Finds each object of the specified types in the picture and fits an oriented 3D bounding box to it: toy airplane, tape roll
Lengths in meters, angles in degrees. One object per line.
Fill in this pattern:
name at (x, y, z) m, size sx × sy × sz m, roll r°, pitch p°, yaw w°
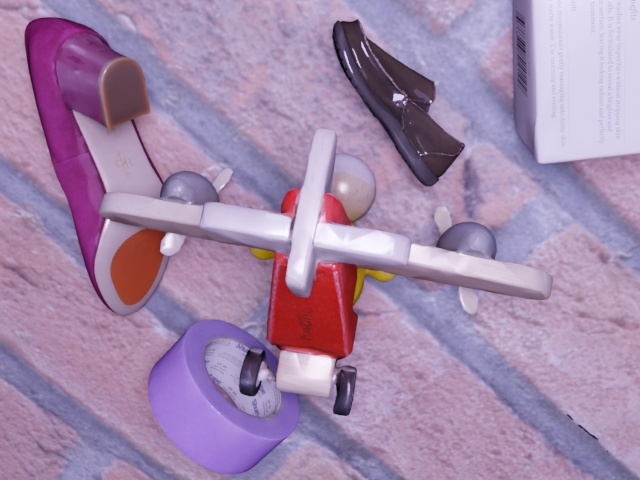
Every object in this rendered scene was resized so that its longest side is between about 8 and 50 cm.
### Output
toy airplane at (0.000, 0.000, 0.850) m, size 0.384 × 0.272 × 0.386 m, roll -20°, pitch 134°, yaw 42°
tape roll at (-0.123, 0.199, 0.993) m, size 0.189 × 0.189 × 0.080 m, roll 41°, pitch 111°, yaw -11°

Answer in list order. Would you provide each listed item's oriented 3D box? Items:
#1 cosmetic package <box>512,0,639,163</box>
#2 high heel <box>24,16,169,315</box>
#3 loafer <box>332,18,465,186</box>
cosmetic package at (0.399, -0.216, 0.778) m, size 0.384 × 0.156 × 0.217 m, roll -4°, pitch 113°, yaw 7°
high heel at (-0.282, -0.086, 0.964) m, size 0.181 × 0.127 × 0.377 m, roll 31°, pitch 128°, yaw 33°
loafer at (0.092, -0.168, 0.881) m, size 0.078 × 0.080 × 0.220 m, roll -34°, pitch 111°, yaw 8°
